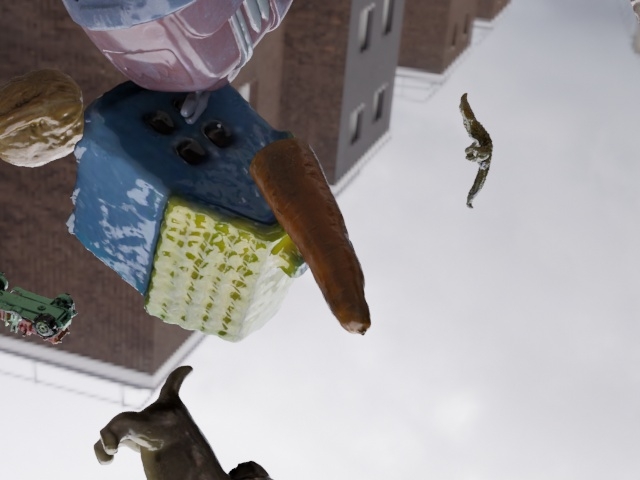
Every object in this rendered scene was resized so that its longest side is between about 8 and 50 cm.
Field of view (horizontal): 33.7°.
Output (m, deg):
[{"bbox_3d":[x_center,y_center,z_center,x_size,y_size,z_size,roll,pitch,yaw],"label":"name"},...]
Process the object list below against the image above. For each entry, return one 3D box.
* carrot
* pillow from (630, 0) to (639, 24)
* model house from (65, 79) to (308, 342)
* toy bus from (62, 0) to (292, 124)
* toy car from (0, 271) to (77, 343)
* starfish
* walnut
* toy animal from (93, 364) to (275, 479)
[{"bbox_3d":[0.000,0.000,0.892,0.061,0.061,0.210,-6,-134,-23],"label":"carrot"},{"bbox_3d":[0.214,-0.276,0.628,0.173,0.270,0.067,-30,-158,14],"label":"pillow"},{"bbox_3d":[-0.134,-0.035,1.252,0.215,0.237,0.303,-32,-112,-34],"label":"model house"},{"bbox_3d":[-0.136,-0.293,1.165,0.197,0.232,0.294,4,-130,34],"label":"toy bus"},{"bbox_3d":[-0.414,0.094,1.462,0.143,0.054,0.073,17,-151,6],"label":"toy car"},{"bbox_3d":[0.241,-0.160,1.668,0.053,0.208,0.176,-10,-112,0],"label":"starfish"},{"bbox_3d":[-0.488,-0.207,1.803,0.184,0.155,0.155,-25,-150,-6],"label":"walnut"},{"bbox_3d":[-0.143,0.265,1.138,0.168,0.121,0.233,-31,-105,-26],"label":"toy animal"}]
